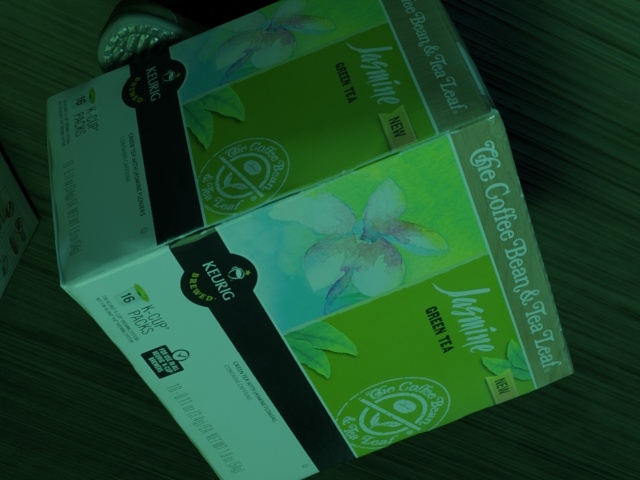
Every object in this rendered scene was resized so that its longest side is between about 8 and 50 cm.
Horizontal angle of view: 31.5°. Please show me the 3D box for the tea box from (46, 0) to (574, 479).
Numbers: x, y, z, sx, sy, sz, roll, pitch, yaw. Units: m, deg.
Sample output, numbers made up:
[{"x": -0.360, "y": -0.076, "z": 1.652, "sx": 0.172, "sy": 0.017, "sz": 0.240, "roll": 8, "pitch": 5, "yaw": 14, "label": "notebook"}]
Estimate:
[{"x": 0.000, "y": 0.000, "z": 0.931, "sx": 0.323, "sy": 0.220, "sz": 0.329, "roll": -23, "pitch": 136, "yaw": 5, "label": "tea box"}]

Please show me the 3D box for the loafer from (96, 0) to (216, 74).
[{"x": -0.080, "y": -0.144, "z": 0.989, "sx": 0.251, "sy": 0.087, "sz": 0.094, "roll": 28, "pitch": 119, "yaw": -35, "label": "loafer"}]

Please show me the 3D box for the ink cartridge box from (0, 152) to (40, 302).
[{"x": -0.486, "y": -0.078, "z": 1.188, "sx": 0.271, "sy": 0.130, "sz": 0.309, "roll": 6, "pitch": 144, "yaw": 16, "label": "ink cartridge box"}]
